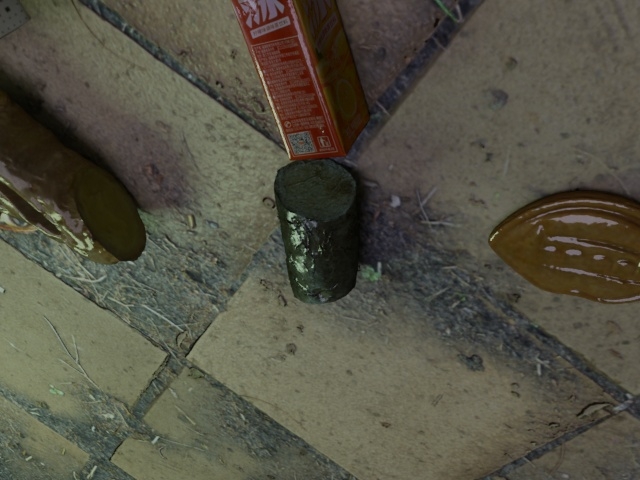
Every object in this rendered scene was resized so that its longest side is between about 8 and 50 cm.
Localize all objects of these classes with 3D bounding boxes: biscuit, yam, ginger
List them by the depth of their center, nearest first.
[{"bbox_3d":[0.301,0.010,0.761,0.221,0.029,0.141,15,130,14],"label":"biscuit"},{"bbox_3d":[0.000,0.000,0.848,0.107,0.107,0.183,10,131,18],"label":"yam"},{"bbox_3d":[-0.391,-0.087,0.940,0.354,0.126,0.190,36,127,-3],"label":"ginger"}]

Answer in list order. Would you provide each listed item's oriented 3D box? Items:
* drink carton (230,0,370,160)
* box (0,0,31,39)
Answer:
[{"bbox_3d":[-0.022,-0.200,0.701,0.071,0.096,0.222,-3,124,27],"label":"drink carton"},{"bbox_3d":[-0.478,-0.351,0.711,0.210,0.095,0.330,6,133,40],"label":"box"}]
